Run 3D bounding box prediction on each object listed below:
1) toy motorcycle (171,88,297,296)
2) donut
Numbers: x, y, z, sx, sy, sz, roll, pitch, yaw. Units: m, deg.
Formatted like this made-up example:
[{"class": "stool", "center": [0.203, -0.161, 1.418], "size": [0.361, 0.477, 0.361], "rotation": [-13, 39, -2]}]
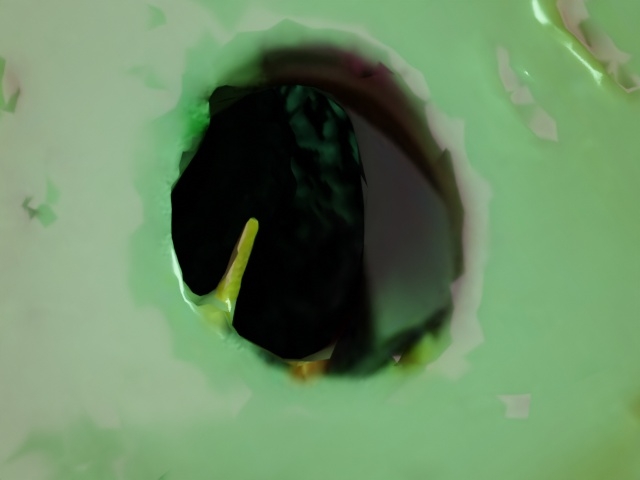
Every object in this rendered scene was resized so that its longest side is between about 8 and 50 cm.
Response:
[{"class": "toy motorcycle", "center": [-0.196, -0.096, 0.659], "size": [0.416, 0.172, 0.232], "rotation": [8, 68, 22]}, {"class": "donut", "center": [0.000, 0.000, 0.474], "size": [0.382, 0.142, 0.383], "rotation": [0, 86, 4]}]
